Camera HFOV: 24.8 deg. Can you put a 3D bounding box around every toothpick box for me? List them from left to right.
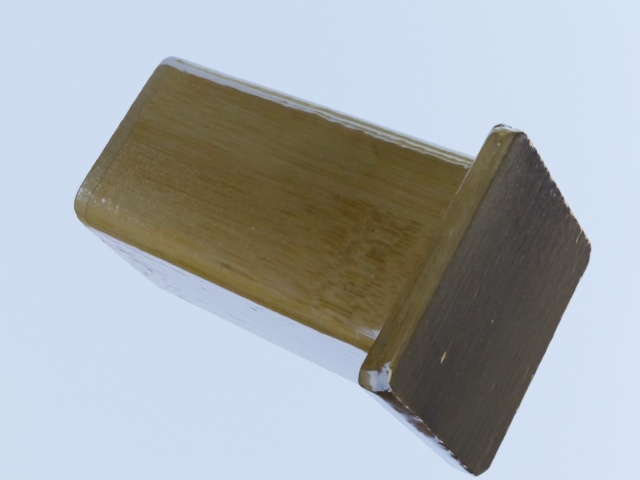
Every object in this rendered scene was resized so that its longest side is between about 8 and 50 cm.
[{"bbox_3d":[0.000,0.000,1.019,0.190,0.308,0.187,-61,-34,-11],"label":"toothpick box"}]
